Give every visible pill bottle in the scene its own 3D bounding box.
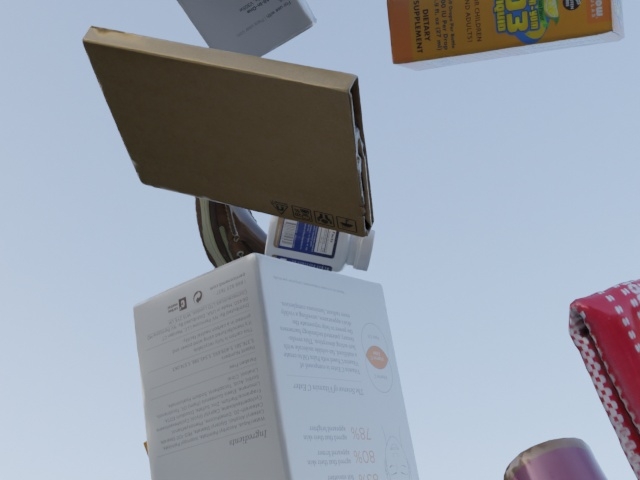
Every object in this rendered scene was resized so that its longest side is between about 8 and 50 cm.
[{"bbox_3d":[0.000,0.000,1.097,0.120,0.067,0.067,12,-40,1],"label":"pill bottle"}]

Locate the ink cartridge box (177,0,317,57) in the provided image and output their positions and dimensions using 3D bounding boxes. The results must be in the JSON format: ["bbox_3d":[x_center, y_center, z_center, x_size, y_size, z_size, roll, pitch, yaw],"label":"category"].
[{"bbox_3d":[-0.137,-0.356,1.083,0.121,0.211,0.289,-31,-66,9],"label":"ink cartridge box"}]

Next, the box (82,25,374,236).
[{"bbox_3d":[-0.062,-0.077,0.700,0.201,0.021,0.164,14,-32,17],"label":"box"}]

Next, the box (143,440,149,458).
[{"bbox_3d":[-0.217,0.366,1.452,0.028,0.136,0.081,-34,-22,15],"label":"box"}]

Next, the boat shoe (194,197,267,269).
[{"bbox_3d":[-0.091,0.010,1.230,0.095,0.095,0.257,-1,-62,16],"label":"boat shoe"}]

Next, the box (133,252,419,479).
[{"bbox_3d":[-0.032,0.212,0.919,0.168,0.345,0.215,-23,-23,32],"label":"box"}]

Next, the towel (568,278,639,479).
[{"bbox_3d":[0.248,0.082,0.388,0.275,0.199,0.031,-12,-21,-26],"label":"towel"}]

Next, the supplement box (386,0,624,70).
[{"bbox_3d":[0.191,-0.233,0.991,0.233,0.078,0.080,-5,2,24],"label":"supplement box"}]

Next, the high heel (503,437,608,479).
[{"bbox_3d":[0.195,0.291,0.558,0.127,0.181,0.377,-27,-53,7],"label":"high heel"}]
